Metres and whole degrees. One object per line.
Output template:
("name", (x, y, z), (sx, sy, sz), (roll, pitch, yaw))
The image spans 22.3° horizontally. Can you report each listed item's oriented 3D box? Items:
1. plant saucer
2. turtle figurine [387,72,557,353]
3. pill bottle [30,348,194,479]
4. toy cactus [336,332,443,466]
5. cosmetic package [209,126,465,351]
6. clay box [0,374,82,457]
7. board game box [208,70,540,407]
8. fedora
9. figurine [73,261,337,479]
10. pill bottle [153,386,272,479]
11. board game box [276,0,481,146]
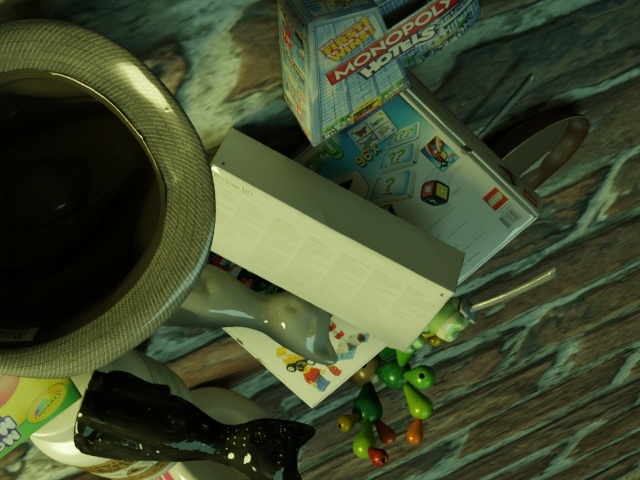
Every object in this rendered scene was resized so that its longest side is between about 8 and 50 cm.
("plant saucer", (0.220, -0.088, 1.776), (0.168, 0.029, 0.168), (-33, 161, -13))
("turtle figurine", (0.127, 0.012, 1.660), (0.274, 0.198, 0.266), (-25, 162, -9))
("pill bottle", (-0.220, 0.161, 1.600), (0.131, 0.131, 0.229), (-34, 158, 5))
("toy cactus", (0.071, 0.163, 1.990), (0.112, 0.219, 0.180), (21, 171, -29))
("cosmetic package", (0.000, 0.000, 1.442), (0.099, 0.239, 0.060), (-54, -169, 46))
("clay box", (-0.293, 0.110, 1.368), (0.127, 0.053, 0.222), (-37, 133, -10))
("board game box", (0.029, -0.001, 1.517), (0.305, 0.193, 0.053), (-42, -168, 24))
("fedora", (-0.195, -0.034, 1.166), (0.275, 0.244, 0.124), (-41, -174, 17))
("figurine", (-0.091, 0.112, 1.460), (0.209, 0.215, 0.092), (15, 155, -1))
("pill bottle", (-0.167, 0.314, 1.954), (0.160, 0.160, 0.283), (-13, 151, -39))
("board game box", (0.041, -0.181, 1.316), (0.194, 0.060, 0.194), (-33, 159, 2))
